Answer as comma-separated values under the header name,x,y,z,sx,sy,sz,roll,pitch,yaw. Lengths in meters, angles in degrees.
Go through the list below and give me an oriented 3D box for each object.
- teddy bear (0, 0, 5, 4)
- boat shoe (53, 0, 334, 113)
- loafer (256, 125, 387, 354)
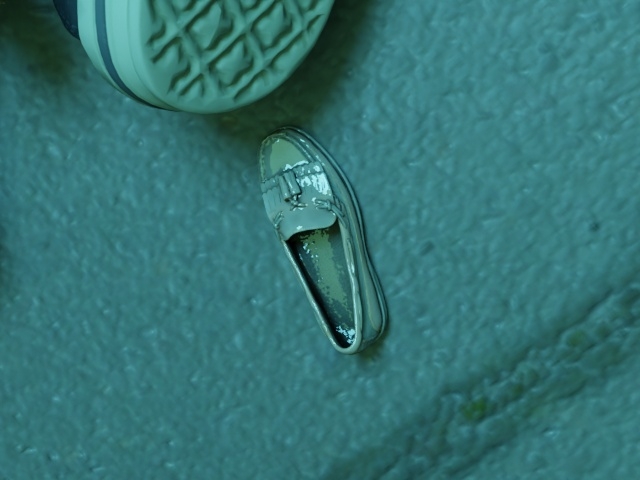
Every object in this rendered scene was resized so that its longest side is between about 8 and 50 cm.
name,x,y,z,sx,sy,sz,roll,pitch,yaw
teddy bear,-0.264,-0.129,0.623,0.245,0.113,0.338,40,125,26
boat shoe,-0.038,-0.304,0.516,0.156,0.186,0.500,35,121,38
loafer,0.000,0.000,0.651,0.045,0.039,0.125,-22,94,18
